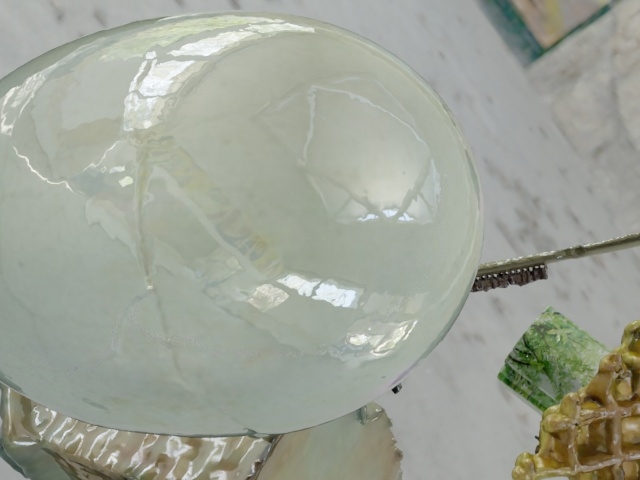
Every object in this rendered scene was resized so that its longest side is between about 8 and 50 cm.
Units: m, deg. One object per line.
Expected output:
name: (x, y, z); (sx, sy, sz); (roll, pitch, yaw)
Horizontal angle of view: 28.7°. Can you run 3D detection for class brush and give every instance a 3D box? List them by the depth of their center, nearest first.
brush: (0.285, 0.025, 1.470); (0.043, 0.247, 0.036); (-29, 106, -73)

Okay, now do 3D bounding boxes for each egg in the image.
egg: (-0.047, -0.004, 0.443); (0.151, 0.209, 0.151); (-6, 90, -82)

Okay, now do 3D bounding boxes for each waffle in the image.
waffle: (0.241, 0.179, 0.879); (0.228, 0.232, 0.051); (42, -9, -15)

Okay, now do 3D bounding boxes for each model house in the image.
model house: (-0.178, 0.267, 1.350); (0.399, 0.395, 0.445); (21, -28, 24)

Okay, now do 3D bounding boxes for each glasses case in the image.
glasses case: (0.301, 0.177, 1.191); (0.272, 0.095, 0.062); (36, -6, 31)

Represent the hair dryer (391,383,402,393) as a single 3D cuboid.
hair dryer: (0.000, 0.000, 1.312); (0.352, 0.107, 0.189); (61, -2, 14)
